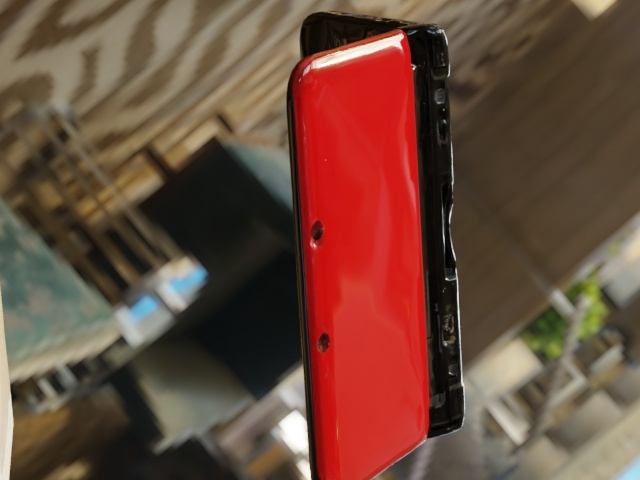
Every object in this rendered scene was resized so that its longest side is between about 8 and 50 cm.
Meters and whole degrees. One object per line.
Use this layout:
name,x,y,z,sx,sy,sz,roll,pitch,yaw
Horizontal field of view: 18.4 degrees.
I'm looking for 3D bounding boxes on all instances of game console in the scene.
game console,0.000,0.000,0.673,0.085,0.144,0.124,-10,-165,-29

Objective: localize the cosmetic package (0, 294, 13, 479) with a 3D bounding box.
cosmetic package,-0.099,0.030,0.473,0.041,0.060,0.115,2,138,-3
